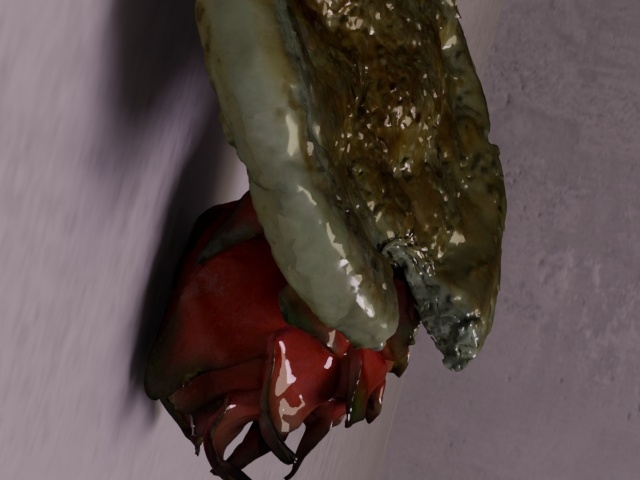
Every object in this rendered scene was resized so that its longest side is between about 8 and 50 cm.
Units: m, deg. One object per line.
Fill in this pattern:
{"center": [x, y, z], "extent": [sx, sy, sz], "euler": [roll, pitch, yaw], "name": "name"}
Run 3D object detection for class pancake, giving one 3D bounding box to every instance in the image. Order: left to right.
{"center": [0.022, -0.069, 0.493], "extent": [0.253, 0.037, 0.253], "euler": [38, 45, -53], "name": "pancake"}

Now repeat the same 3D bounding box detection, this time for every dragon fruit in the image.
{"center": [-0.016, 0.039, 0.554], "extent": [0.142, 0.121, 0.130], "euler": [-46, 153, -19], "name": "dragon fruit"}
